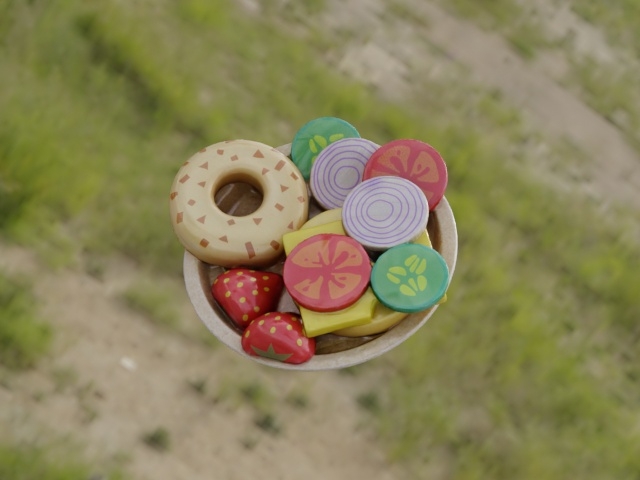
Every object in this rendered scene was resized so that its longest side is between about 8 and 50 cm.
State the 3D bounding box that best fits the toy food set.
[{"bbox_3d":[0.000,0.000,0.568,0.083,0.020,0.083,-15,55,-1],"label":"toy food set"}]
